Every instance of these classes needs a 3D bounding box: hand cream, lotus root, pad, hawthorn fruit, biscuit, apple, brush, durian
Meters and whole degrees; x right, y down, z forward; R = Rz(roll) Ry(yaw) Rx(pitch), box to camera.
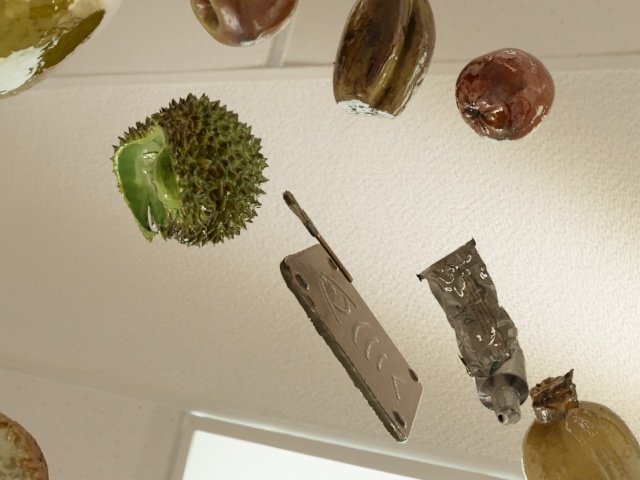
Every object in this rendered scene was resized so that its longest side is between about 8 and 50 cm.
[{"bbox_3d":[0.176,0.100,0.889,0.084,0.050,0.257,-35,-145,15],"label":"hand cream"},{"bbox_3d":[0.137,-0.388,1.628,0.193,0.193,0.290,21,-82,33],"label":"lotus root"},{"bbox_3d":[0.052,0.130,1.143,0.018,0.286,0.284,-36,-93,12],"label":"pad"},{"bbox_3d":[0.334,-0.263,1.443,0.173,0.173,0.172,-10,-114,24],"label":"hawthorn fruit"},{"bbox_3d":[-0.589,0.457,1.443,0.040,0.205,0.308,-38,-141,38],"label":"biscuit"},{"bbox_3d":[-0.147,-0.477,1.530,0.188,0.211,0.211,-39,-127,-24],"label":"apple"},{"bbox_3d":[0.000,0.000,1.084,0.014,0.170,0.043,-34,-148,4],"label":"brush"},{"bbox_3d":[-0.170,-0.087,1.084,0.237,0.177,0.200,-31,-111,54],"label":"durian"},{"bbox_3d":[0.346,0.311,1.014,0.146,0.131,0.303,-25,-94,-23],"label":"lotus root"}]

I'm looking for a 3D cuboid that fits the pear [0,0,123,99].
[{"bbox_3d":[-0.284,-0.272,0.755,0.340,0.191,0.386,-33,-141,33],"label":"pear"}]
